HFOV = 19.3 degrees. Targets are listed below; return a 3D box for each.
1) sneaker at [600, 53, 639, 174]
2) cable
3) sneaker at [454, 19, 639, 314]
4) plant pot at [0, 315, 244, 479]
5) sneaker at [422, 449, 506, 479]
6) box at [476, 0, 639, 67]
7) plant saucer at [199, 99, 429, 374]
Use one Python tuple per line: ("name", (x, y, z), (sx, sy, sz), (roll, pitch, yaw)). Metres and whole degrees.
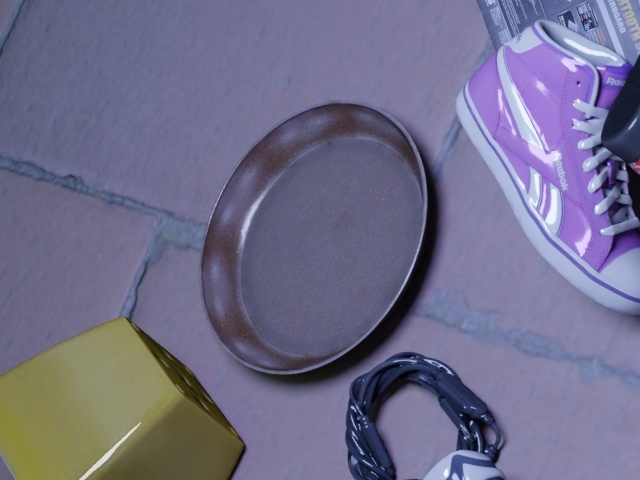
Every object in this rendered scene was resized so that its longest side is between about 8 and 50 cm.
("sneaker", (0.367, -0.154, 1.689), (0.270, 0.145, 0.090), (-60, 15, -17))
("cable", (0.091, 0.194, 1.868), (0.184, 0.047, 0.150), (39, 103, 40))
("sneaker", (0.249, -0.076, 1.737), (0.161, 0.102, 0.282), (-45, 73, 36))
("plant pot", (-0.212, 0.211, 2.022), (0.187, 0.212, 0.212), (-43, 47, 1))
("sneaker", (0.119, 0.326, 1.743), (0.235, 0.094, 0.153), (-52, 51, 16))
("box", (0.255, -0.198, 1.799), (0.183, 0.056, 0.231), (-23, 88, 42))
("plant saucer", (0.000, 0.000, 2.027), (0.311, 0.050, 0.310), (-18, 60, 35))
